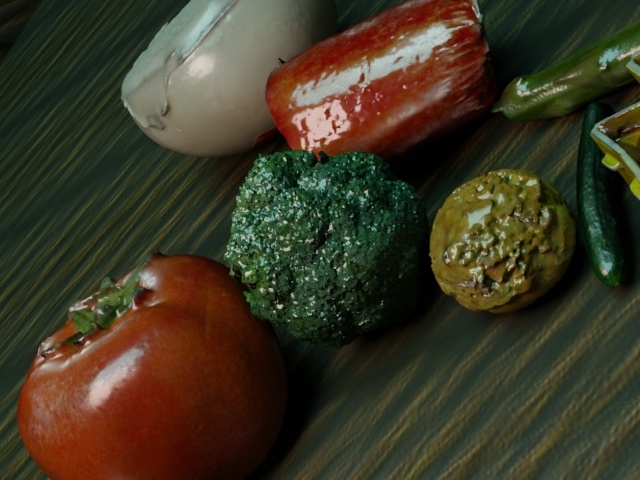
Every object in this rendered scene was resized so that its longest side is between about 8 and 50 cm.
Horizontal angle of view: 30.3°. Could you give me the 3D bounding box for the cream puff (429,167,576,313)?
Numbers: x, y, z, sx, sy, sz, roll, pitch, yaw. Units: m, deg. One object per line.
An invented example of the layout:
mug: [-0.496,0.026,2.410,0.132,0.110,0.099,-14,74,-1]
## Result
cream puff: [0.198,-0.002,1.344,0.189,0.129,0.189,-32,36,28]

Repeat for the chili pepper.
chili pepper: [0.105,-0.199,1.592,0.305,0.229,0.251,-22,3,16]

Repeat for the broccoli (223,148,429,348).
broccoli: [0.000,0.000,1.451,0.270,0.270,0.270,-59,25,-13]

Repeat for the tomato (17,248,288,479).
tomato: [-0.207,0.190,1.493,0.341,0.272,0.341,-29,20,12]

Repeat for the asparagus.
asparagus: [0.356,-0.216,1.407,0.343,0.085,0.082,-27,82,41]

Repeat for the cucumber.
cucumber: [0.317,-0.062,1.332,0.056,0.056,0.284,-24,41,32]

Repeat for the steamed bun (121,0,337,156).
steamed bun: [-0.121,-0.282,1.846,0.374,0.241,0.374,-44,19,19]

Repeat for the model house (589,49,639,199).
model house: [0.354,-0.044,1.080,0.340,0.300,0.324,-56,25,-19]
